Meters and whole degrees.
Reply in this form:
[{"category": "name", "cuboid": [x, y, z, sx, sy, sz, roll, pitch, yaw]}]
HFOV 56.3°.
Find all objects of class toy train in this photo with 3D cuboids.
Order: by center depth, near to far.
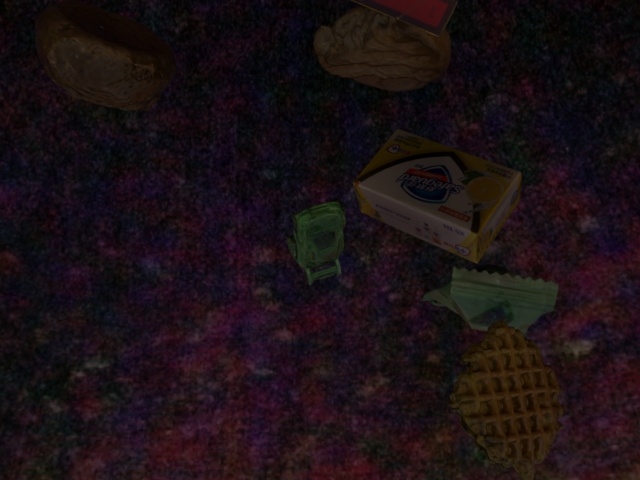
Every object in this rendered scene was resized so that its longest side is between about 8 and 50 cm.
[{"category": "toy train", "cuboid": [0.000, 0.000, 0.968, 0.099, 0.081, 0.149, -16, 154, -14]}]

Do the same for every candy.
[{"category": "candy", "cuboid": [0.431, 0.156, 1.611, 0.263, 0.171, 0.398, 14, 175, 0]}]

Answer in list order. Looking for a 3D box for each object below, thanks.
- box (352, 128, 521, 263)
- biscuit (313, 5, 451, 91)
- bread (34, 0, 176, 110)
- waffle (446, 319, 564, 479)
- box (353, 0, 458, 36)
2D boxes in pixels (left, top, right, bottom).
[{"category": "box", "cuboid": [0.216, -0.088, 1.118, 0.265, 0.168, 0.097, 28, 154, 29]}, {"category": "biscuit", "cuboid": [0.124, -0.358, 1.113, 0.213, 0.091, 0.274, 18, 170, -38]}, {"category": "bread", "cuboid": [-0.356, -0.300, 0.991, 0.230, 0.230, 0.123, 16, 117, -25]}, {"category": "waffle", "cuboid": [0.340, 0.279, 1.062, 0.245, 0.254, 0.052, 48, 143, -8]}, {"category": "box", "cuboid": [0.078, -0.401, 0.891, 0.240, 0.153, 0.074, 17, 124, -12]}]
